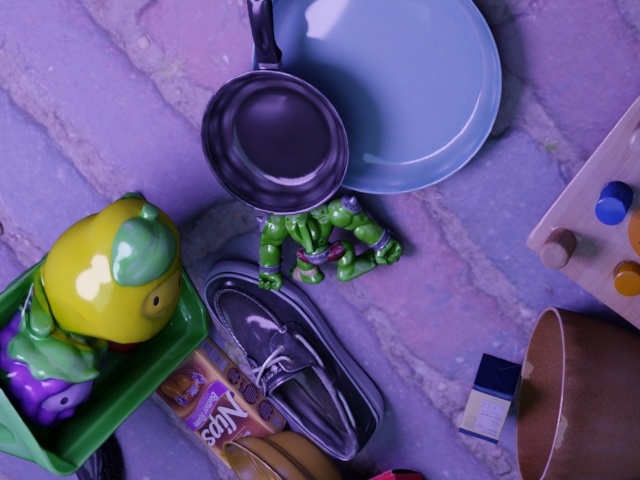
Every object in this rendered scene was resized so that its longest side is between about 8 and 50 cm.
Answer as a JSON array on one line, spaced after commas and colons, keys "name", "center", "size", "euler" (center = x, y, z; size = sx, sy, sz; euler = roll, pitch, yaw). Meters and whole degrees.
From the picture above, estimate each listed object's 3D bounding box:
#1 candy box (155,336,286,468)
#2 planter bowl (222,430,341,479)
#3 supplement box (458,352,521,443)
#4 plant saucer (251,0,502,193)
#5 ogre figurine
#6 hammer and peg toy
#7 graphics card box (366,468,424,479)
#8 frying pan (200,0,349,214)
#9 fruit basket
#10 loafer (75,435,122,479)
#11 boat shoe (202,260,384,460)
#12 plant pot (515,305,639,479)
[{"name": "candy box", "center": [-0.152, 0.239, 1.902], "size": [0.109, 0.053, 0.186], "euler": [-37, 103, 28]}, {"name": "planter bowl", "center": [-0.034, 0.338, 1.831], "size": [0.217, 0.090, 0.217], "euler": [39, 157, 20]}, {"name": "supplement box", "center": [0.231, 0.215, 1.748], "size": [0.056, 0.083, 0.083], "euler": [18, 120, 8]}, {"name": "plant saucer", "center": [0.071, -0.209, 1.600], "size": [0.318, 0.043, 0.317], "euler": [7, 118, 14]}, {"name": "ogre figurine", "center": [0.000, 0.000, 1.704], "size": [0.197, 0.097, 0.118], "euler": [1, 129, 30]}, {"name": "hammer and peg toy", "center": [0.436, -0.057, 1.507], "size": [0.266, 0.127, 0.361], "euler": [36, 122, 5]}, {"name": "graphics card box", "center": [0.089, 0.543, 1.848], "size": [0.233, 0.094, 0.371], "euler": [-29, 66, 27]}, {"name": "frying pan", "center": [-0.083, -0.181, 1.610], "size": [0.197, 0.053, 0.326], "euler": [-18, 109, 25]}, {"name": "fruit basket", "center": [-0.283, 0.096, 1.684], "size": [0.392, 0.392, 0.283], "euler": [-19, 110, 25]}, {"name": "loafer", "center": [-0.366, 0.320, 2.002], "size": [0.078, 0.076, 0.223], "euler": [-1, 112, 24]}, {"name": "boat shoe", "center": [-0.039, 0.167, 1.788], "size": [0.335, 0.119, 0.121], "euler": [44, 121, -8]}, {"name": "plant pot", "center": [0.399, 0.219, 1.632], "size": [0.254, 0.237, 0.237], "euler": [9, 120, -2]}]
